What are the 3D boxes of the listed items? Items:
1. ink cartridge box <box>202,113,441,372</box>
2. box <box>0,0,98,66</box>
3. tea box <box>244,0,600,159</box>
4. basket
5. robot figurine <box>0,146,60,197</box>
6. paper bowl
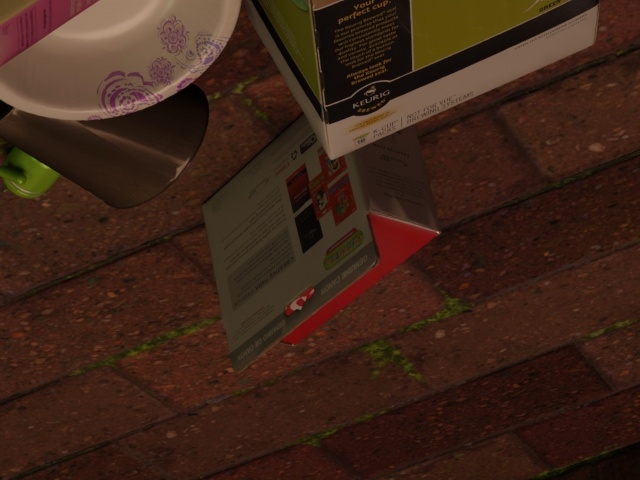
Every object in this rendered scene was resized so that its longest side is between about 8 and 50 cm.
[{"bbox_3d":[0.000,0.000,2.319,0.130,0.272,0.309,15,141,-37],"label":"ink cartridge box"},{"bbox_3d":[-0.247,-0.313,1.556,0.243,0.213,0.117,-37,176,-13],"label":"box"},{"bbox_3d":[0.099,-0.303,1.831,0.329,0.220,0.323,-24,153,-10],"label":"tea box"},{"bbox_3d":[-0.281,-0.152,2.098,0.204,0.154,0.227,-26,143,35],"label":"basket"},{"bbox_3d":[-0.354,-0.098,2.234,0.101,0.067,0.115,-23,165,-49],"label":"robot figurine"},{"bbox_3d":[-0.229,-0.266,1.775,0.284,0.148,0.284,-11,139,-10],"label":"paper bowl"}]
